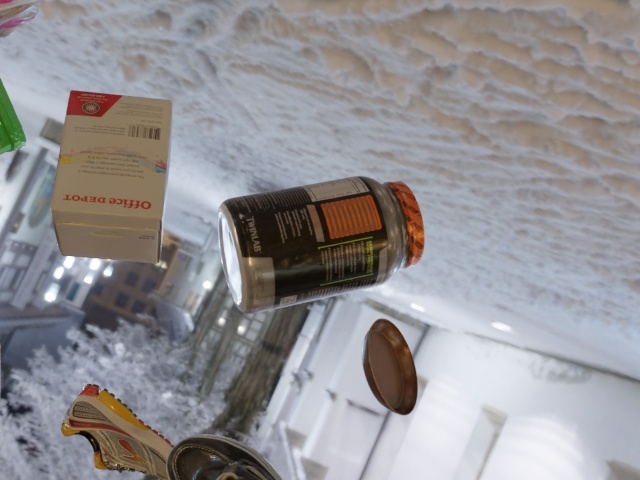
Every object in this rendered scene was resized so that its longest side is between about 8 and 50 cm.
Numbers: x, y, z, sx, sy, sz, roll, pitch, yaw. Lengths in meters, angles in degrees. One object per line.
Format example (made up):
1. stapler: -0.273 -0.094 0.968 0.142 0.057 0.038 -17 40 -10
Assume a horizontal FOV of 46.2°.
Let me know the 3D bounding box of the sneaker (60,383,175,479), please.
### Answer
1. sneaker: -0.293 0.320 1.135 0.225 0.093 0.088 40 149 -5

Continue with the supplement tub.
1. supplement tub: 0.000 0.000 1.250 0.316 0.194 0.193 -10 -176 -16

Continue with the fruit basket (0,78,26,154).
1. fruit basket: -0.761 -0.333 1.493 0.392 0.392 0.283 21 140 26

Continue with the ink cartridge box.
1. ink cartridge box: -0.257 -0.076 0.943 0.128 0.176 0.127 5 151 -10

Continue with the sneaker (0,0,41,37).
1. sneaker: -0.569 -0.379 1.241 0.103 0.252 0.111 55 145 16

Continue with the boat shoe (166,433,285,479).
1. boat shoe: -0.096 0.344 0.974 0.335 0.121 0.119 22 166 36

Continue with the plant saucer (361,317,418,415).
1. plant saucer: 0.115 0.218 1.284 0.029 0.168 0.168 -21 150 27
